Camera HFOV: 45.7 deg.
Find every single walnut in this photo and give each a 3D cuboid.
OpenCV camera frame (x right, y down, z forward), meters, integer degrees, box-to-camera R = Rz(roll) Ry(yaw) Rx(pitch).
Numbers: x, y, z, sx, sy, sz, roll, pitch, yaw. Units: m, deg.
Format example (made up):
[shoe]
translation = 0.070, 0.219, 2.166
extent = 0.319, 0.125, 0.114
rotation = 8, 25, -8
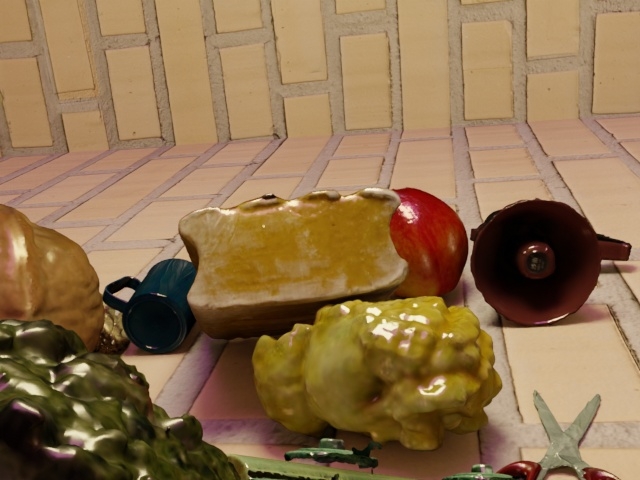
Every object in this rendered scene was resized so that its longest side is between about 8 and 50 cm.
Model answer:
[walnut]
translation = -0.458, 0.098, 1.045
extent = 0.306, 0.306, 0.344
rotation = -19, 8, -36

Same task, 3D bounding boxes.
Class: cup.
[cup]
translation = -0.269, 0.110, 1.244
extent = 0.150, 0.113, 0.138
rotation = -9, 19, 9

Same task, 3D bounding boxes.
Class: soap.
[soap]
translation = -0.043, 0.042, 1.096
extent = 0.293, 0.156, 0.335
rotation = -5, -14, -7

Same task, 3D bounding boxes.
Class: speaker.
[speaker]
translation = 0.385, -0.005, 1.287
extent = 0.259, 0.198, 0.329
rotation = -20, 7, 15

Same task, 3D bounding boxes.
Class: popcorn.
[popcorn]
translation = 0.079, 0.154, 0.931
extent = 0.286, 0.173, 0.225
rotation = -7, 0, 31

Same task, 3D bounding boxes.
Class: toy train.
[toy train]
translation = 0.036, 0.241, 0.602
extent = 0.307, 0.126, 0.189
rotation = 18, -34, -34

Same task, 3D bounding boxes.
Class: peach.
[peach]
translation = 0.159, -0.002, 1.302
extent = 0.197, 0.197, 0.197
rotation = -5, 18, 2

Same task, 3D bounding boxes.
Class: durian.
[durian]
translation = -0.353, 0.147, 1.214
extent = 0.071, 0.110, 0.140
rotation = -42, 28, 2

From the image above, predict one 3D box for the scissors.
[scissors]
translation = 0.275, 0.232, 0.861
extent = 0.144, 0.017, 0.248
rotation = 1, 18, 19

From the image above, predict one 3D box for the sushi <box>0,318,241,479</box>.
[sushi]
translation = -0.224, 0.208, 0.402
extent = 0.294, 0.352, 0.178
rotation = 31, 5, -3
